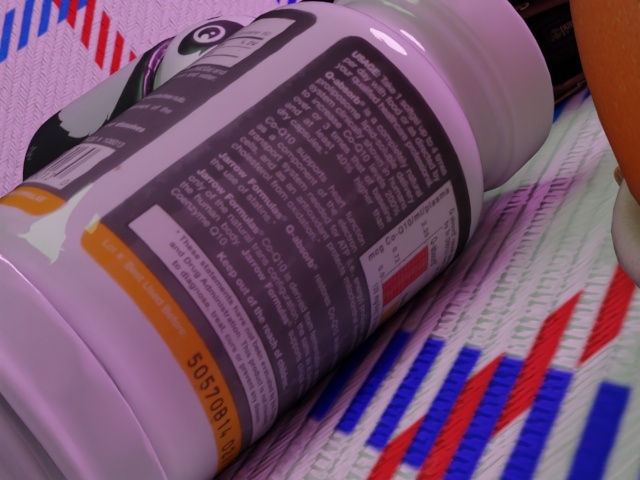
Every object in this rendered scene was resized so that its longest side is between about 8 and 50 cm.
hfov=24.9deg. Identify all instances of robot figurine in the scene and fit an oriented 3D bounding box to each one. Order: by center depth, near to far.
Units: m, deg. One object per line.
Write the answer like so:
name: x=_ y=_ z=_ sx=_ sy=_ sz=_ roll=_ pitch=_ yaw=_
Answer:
robot figurine: x=-0.110 y=-0.055 z=1.082 sx=0.278 sy=0.173 sz=0.209 roll=-27 pitch=45 yaw=34

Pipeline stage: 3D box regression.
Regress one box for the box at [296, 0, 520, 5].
box: x=0.123 y=-0.188 z=0.961 sx=0.270 sy=0.060 sz=0.216 roll=-24 pitch=2 yaw=38

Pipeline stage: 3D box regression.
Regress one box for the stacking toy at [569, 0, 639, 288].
stacking toy: x=0.120 y=-0.240 z=0.381 sx=0.351 sy=0.480 sz=0.350 roll=-36 pitch=10 yaw=7

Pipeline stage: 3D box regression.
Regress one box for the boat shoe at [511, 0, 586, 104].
boat shoe: x=0.124 y=-0.114 z=0.918 sx=0.207 sy=0.073 sz=0.073 roll=-33 pitch=8 yaw=6

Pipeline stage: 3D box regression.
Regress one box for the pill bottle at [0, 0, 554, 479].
pill bottle: x=-0.022 y=-0.017 z=0.707 sx=0.278 sy=0.162 sz=0.162 roll=-39 pitch=12 yaw=-27

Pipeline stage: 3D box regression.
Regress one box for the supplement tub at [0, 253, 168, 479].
supplement tub: x=-0.213 y=0.140 z=0.411 sx=0.316 sy=0.228 sz=0.228 roll=-42 pitch=13 yaw=-33

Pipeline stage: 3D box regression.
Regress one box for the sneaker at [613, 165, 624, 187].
sneaker: x=0.153 y=-0.033 z=0.596 sx=0.037 sy=0.032 sz=0.083 roll=-37 pitch=12 yaw=-11
